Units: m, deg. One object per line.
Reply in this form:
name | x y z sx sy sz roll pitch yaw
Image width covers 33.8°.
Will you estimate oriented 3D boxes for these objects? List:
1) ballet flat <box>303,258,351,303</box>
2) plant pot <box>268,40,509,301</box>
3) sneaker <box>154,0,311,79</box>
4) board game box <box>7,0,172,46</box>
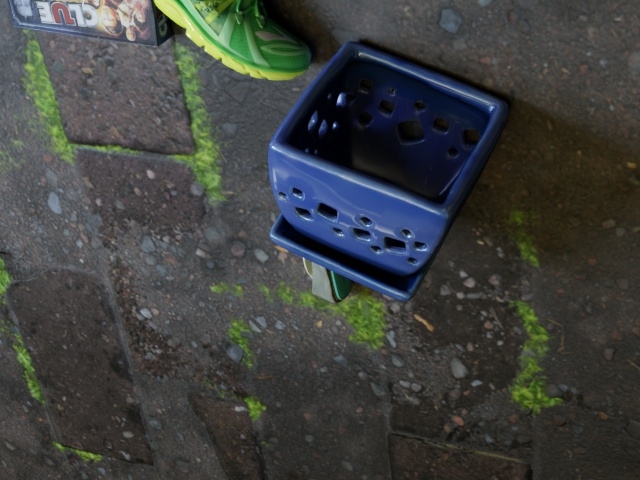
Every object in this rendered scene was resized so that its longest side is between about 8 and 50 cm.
ballet flat | 0.000 0.000 1.537 0.068 0.072 0.213 17 131 30
plant pot | 0.076 -0.076 1.334 0.236 0.236 0.212 24 139 10
sneaker | -0.123 -0.310 1.326 0.295 0.109 0.123 36 117 -17
board game box | -0.329 -0.362 1.446 0.243 0.042 0.165 11 129 20
